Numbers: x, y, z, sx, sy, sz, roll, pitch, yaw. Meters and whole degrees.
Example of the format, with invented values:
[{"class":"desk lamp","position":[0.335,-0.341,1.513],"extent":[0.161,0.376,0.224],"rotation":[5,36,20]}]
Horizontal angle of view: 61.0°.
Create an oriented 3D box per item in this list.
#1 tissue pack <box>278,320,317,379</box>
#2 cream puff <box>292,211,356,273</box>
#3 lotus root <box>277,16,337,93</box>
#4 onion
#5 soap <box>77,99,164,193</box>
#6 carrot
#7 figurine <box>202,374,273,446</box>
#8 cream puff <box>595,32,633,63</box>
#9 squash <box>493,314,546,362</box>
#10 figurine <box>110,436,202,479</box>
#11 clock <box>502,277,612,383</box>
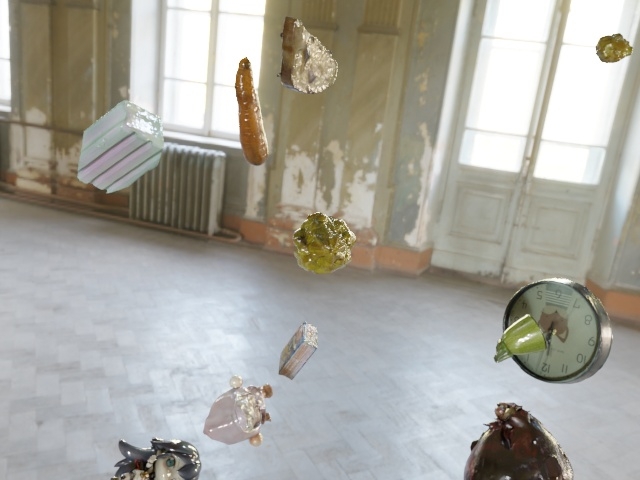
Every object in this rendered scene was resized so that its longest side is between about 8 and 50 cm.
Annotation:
[{"class":"tissue pack","position":[-0.073,0.354,1.746],"extent":[0.065,0.155,0.115],"rotation":[29,22,-14]},{"class":"cream puff","position":[0.000,0.000,1.149],"extent":[0.146,0.146,0.116],"rotation":[13,-20,21]},{"class":"lotus root","position":[-0.047,-0.520,1.601],"extent":[0.074,0.170,0.260],"rotation":[31,9,30]},{"class":"onion","position":[0.472,0.566,1.336],"extent":[0.281,0.281,0.221],"rotation":[1,-10,-20]},{"class":"soap","position":[-0.471,-0.211,1.262],"extent":[0.230,0.091,0.145],"rotation":[-24,-30,28]},{"class":"carrot","position":[-0.148,-0.261,1.129],"extent":[0.059,0.248,0.059],"rotation":[-2,40,2]},{"class":"figurine","position":[-0.219,0.473,1.503],"extent":[0.133,0.200,0.276],"rotation":[-21,-7,12]},{"class":"cream puff","position":[0.689,-0.453,1.288],"extent":[0.083,0.083,0.058],"rotation":[35,-21,-8]},{"class":"squash","position":[0.504,0.264,1.420],"extent":[0.132,0.105,0.105],"rotation":[-23,17,2]},{"class":"figurine","position":[-0.485,0.673,1.585],"extent":[0.265,0.175,0.197],"rotation":[11,11,-24]},{"class":"clock","position":[0.713,0.275,1.662],"extent":[0.067,0.325,0.325],"rotation":[5,13,-40]}]
